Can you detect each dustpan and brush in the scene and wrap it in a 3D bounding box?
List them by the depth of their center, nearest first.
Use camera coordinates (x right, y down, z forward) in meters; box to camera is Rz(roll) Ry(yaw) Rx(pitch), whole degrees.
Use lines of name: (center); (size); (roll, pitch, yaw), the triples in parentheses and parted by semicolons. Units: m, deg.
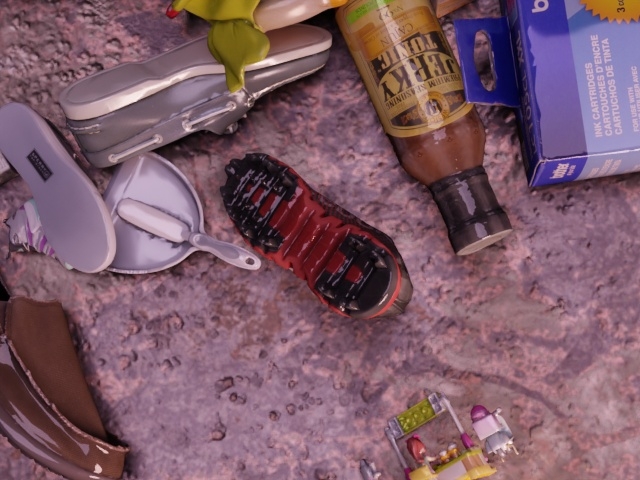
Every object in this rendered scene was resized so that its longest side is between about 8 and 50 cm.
dustpan and brush: (-0.162, -0.010, 1.555); (0.211, 0.060, 0.147); (24, 83, 6)

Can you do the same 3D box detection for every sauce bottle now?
sauce bottle: (0.119, -0.153, 1.542); (0.111, 0.111, 0.344); (-24, 81, -1)

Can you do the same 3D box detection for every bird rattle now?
bird rattle: (-0.074, -0.274, 1.519); (0.207, 0.253, 0.143); (-15, 116, -4)

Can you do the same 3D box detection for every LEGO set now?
LEGO set: (0.068, 0.248, 1.478); (0.287, 0.132, 0.107); (-28, 72, 4)

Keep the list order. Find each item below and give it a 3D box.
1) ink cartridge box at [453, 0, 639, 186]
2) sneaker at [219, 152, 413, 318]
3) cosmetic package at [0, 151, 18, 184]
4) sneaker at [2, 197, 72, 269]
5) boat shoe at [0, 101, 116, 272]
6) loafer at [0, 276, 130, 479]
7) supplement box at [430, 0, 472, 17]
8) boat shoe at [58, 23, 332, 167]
ink cartridge box: (0.350, -0.213, 1.524); (0.395, 0.151, 0.270); (-8, 80, 3)
sneaker: (0.000, 0.001, 1.531); (0.276, 0.135, 0.097); (39, 97, 31)
cosmetic package: (-0.417, -0.076, 1.588); (0.115, 0.041, 0.060); (-31, 81, -3)
sneaker: (-0.330, 0.007, 1.575); (0.069, 0.038, 0.098); (-35, 72, -2)
boat shoe: (-0.293, -0.059, 1.561); (0.080, 0.076, 0.228); (-42, 73, 13)
loafer: (-0.330, 0.118, 1.502); (0.130, 0.134, 0.366); (-44, 82, -2)
supplement box: (0.153, -0.296, 1.569); (0.062, 0.098, 0.036); (-26, 80, -1)
boat shoe: (-0.135, -0.169, 1.572); (0.319, 0.116, 0.099); (-18, 121, -11)
